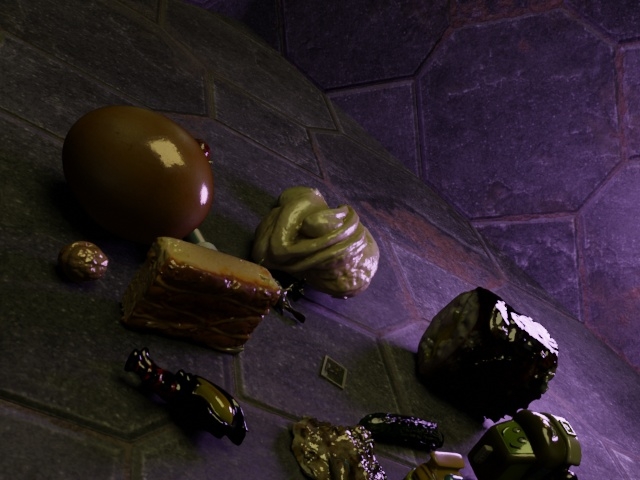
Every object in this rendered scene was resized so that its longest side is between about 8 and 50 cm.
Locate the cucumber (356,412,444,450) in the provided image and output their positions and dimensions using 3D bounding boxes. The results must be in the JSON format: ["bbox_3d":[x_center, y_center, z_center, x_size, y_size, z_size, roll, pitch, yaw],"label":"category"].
[{"bbox_3d":[0.182,0.421,1.775,0.245,0.067,0.067,22,26,-38],"label":"cucumber"}]

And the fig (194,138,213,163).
[{"bbox_3d":[-0.356,-0.242,2.318,0.089,0.089,0.125,48,-3,26],"label":"fig"}]

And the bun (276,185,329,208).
[{"bbox_3d":[-0.029,-0.089,2.419,0.222,0.127,0.222,31,19,-12],"label":"bun"}]

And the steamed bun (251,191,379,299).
[{"bbox_3d":[-0.001,0.001,2.110,0.372,0.230,0.325,19,11,-32],"label":"steamed bun"}]

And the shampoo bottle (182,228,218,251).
[{"bbox_3d":[-0.278,0.032,1.853,0.074,0.074,0.192,15,29,-45],"label":"shampoo bottle"}]

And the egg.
[{"bbox_3d":[-0.400,-0.144,1.738,0.351,0.282,0.282,34,21,1],"label":"egg"}]

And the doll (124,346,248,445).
[{"bbox_3d":[-0.231,0.274,1.408,0.249,0.088,0.127,35,21,6],"label":"doll"}]

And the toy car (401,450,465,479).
[{"bbox_3d":[0.270,0.535,1.569,0.200,0.142,0.248,17,27,-41],"label":"toy car"}]

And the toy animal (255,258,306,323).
[{"bbox_3d":[-0.114,0.119,1.941,0.202,0.070,0.105,30,56,-15],"label":"toy animal"}]

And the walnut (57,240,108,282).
[{"bbox_3d":[-0.463,0.043,1.541,0.079,0.082,0.096,13,-3,39],"label":"walnut"}]

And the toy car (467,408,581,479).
[{"bbox_3d":[0.437,0.493,1.782,0.198,0.248,0.204,20,27,-27],"label":"toy car"}]

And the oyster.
[{"bbox_3d":[0.045,0.424,1.545,0.223,0.083,0.214,26,20,-9],"label":"oyster"}]

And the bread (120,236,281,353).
[{"bbox_3d":[-0.240,0.114,1.594,0.275,0.184,0.114,21,22,-37],"label":"bread"}]

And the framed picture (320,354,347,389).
[{"bbox_3d":[0.031,0.308,1.855,0.066,0.006,0.089,35,21,-6],"label":"framed picture"}]

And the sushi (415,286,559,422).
[{"bbox_3d":[0.452,0.300,2.133,0.294,0.299,0.281,35,36,-10],"label":"sushi"}]
